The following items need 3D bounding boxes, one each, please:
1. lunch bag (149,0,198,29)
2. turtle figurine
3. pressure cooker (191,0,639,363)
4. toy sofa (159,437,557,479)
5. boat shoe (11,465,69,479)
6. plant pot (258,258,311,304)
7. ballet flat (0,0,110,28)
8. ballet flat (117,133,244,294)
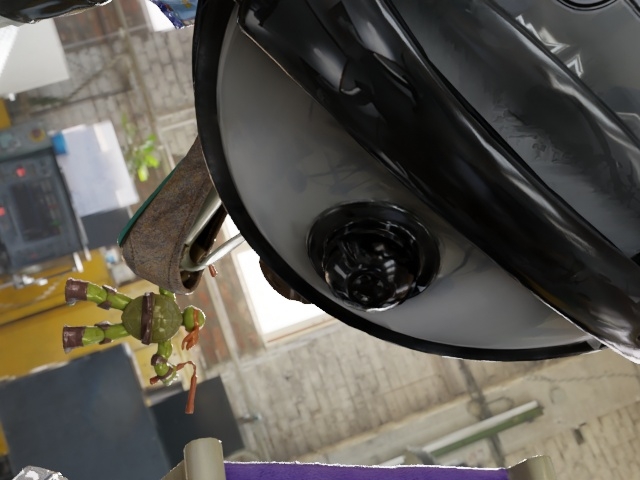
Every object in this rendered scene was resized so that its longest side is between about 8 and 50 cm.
[{"bbox_3d":[-0.146,-0.482,1.239,0.138,0.221,0.293,33,47,-72],"label":"lunch bag"},{"bbox_3d":[-0.262,0.126,1.274,0.087,0.217,0.269,-144,-124,-80],"label":"turtle figurine"},{"bbox_3d":[0.118,-0.126,0.556,0.420,0.370,0.375,-76,167,-52],"label":"pressure cooker"},{"bbox_3d":[0.060,0.240,0.677,0.177,0.363,0.150,-45,-135,42],"label":"toy sofa"},{"bbox_3d":[-0.211,0.240,0.647,0.267,0.088,0.096,151,-47,-83],"label":"boat shoe"},{"bbox_3d":[0.000,0.000,1.263,0.165,0.167,0.167,-51,134,-55],"label":"plant pot"},{"bbox_3d":[-0.304,-0.212,0.669,0.095,0.280,0.096,-94,-154,-64],"label":"ballet flat"},{"bbox_3d":[-0.077,-0.075,0.855,0.106,0.316,0.107,41,19,16],"label":"ballet flat"}]
